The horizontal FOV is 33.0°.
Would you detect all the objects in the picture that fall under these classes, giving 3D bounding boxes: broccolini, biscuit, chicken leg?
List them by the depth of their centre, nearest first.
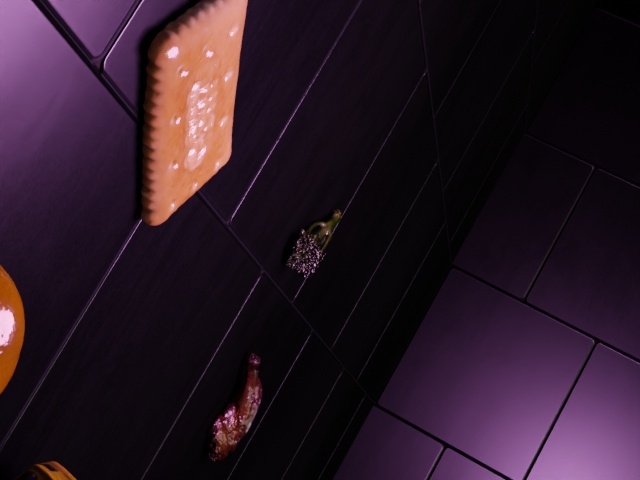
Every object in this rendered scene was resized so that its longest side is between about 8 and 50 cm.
[{"bbox_3d":[-0.131,-0.139,1.131,0.160,0.030,0.250,-49,160,-41],"label":"biscuit"},{"bbox_3d":[-0.010,-0.009,1.781,0.074,0.058,0.201,-54,-174,27],"label":"broccolini"},{"bbox_3d":[-0.140,0.284,1.827,0.093,0.053,0.205,17,97,-60],"label":"chicken leg"}]

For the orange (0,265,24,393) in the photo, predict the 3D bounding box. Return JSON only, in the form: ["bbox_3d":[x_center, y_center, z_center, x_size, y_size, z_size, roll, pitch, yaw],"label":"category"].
[{"bbox_3d":[-0.286,0.056,0.746,0.136,0.159,0.159,-112,-150,-47],"label":"orange"}]

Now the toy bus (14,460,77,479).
[{"bbox_3d":[-0.339,0.406,1.152,0.151,0.145,0.331,0,120,-47],"label":"toy bus"}]
